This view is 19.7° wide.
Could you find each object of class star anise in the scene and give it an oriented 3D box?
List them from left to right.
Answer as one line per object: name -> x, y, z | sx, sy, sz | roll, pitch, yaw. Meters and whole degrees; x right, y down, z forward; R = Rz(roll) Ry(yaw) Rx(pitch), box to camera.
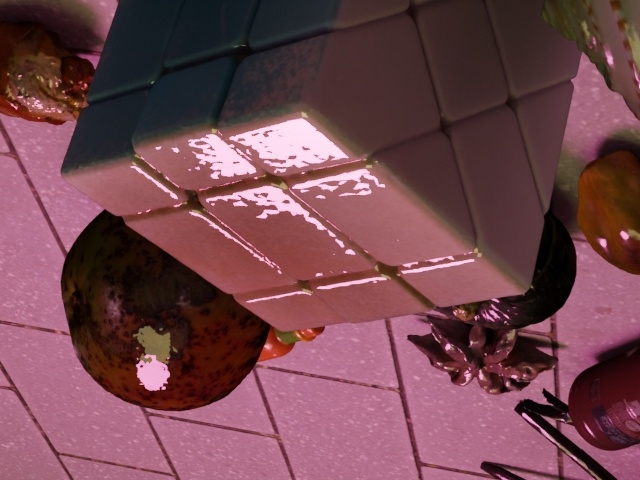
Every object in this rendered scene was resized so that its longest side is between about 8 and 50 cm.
star anise -> 0.209, 0.154, 2.372 | 0.195, 0.065, 0.182 | 2, 151, 18

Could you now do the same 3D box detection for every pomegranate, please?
pomegranate -> -0.137, 0.067, 2.232 | 0.341, 0.285, 0.285 | -3, 164, -31

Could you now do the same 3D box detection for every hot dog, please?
hot dog -> -0.336, -0.188, 2.008 | 0.213, 0.103, 0.146 | 13, 175, 26

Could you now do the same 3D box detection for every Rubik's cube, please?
Rubik's cube -> 0.011, -0.135, 1.675 | 0.316, 0.321, 0.319 | -10, 144, 42

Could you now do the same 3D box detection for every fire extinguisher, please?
fire extinguisher -> 0.396, 0.183, 2.274 | 0.135, 0.114, 0.337 | 30, 149, -18

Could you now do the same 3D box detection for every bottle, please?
bottle -> -0.066, 0.124, 2.466 | 0.187, 0.069, 0.069 | -17, 138, 44

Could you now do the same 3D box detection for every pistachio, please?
pistachio -> 0.334, -0.016, 1.955 | 0.110, 0.100, 0.189 | -14, 141, 37

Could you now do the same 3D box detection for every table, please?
table -> 0.336, 0.374, 2.579 | 0.249, 0.317, 0.317 | 29, 153, 6

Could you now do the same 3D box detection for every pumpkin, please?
pumpkin -> 0.178, 0.020, 2.048 | 0.212, 0.152, 0.211 | 9, 166, 2

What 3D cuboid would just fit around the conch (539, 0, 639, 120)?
conch -> 0.349, -0.181, 1.540 | 0.319, 0.215, 0.303 | 11, 162, 11
